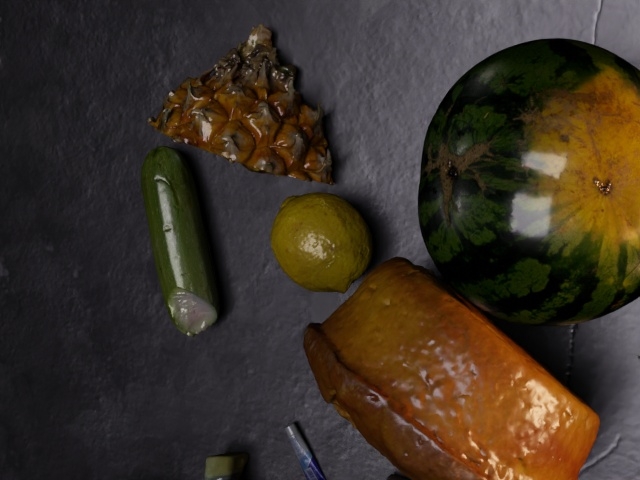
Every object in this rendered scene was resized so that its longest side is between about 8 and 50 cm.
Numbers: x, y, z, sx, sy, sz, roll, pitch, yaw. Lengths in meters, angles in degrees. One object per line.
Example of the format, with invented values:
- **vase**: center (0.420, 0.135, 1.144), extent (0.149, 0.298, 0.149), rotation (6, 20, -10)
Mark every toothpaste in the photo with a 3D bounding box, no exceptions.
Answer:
- **toothpaste**: center (-0.020, 0.261, 1.236), extent (0.024, 0.015, 0.083), rotation (-28, 88, 24)

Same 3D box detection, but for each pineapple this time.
- **pineapple**: center (-0.093, -0.163, 1.166), extent (0.250, 0.140, 0.164), rotation (31, 106, 23)

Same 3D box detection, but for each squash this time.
- **squash**: center (-0.173, 0.001, 1.254), extent (0.069, 0.069, 0.239), rotation (-13, 89, 26)

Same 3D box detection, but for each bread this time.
- **bread**: center (0.126, 0.148, 1.015), extent (0.312, 0.312, 0.172), rotation (37, 93, 18)

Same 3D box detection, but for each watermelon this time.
- **watermelon**: center (0.219, -0.053, 0.960), extent (0.269, 0.269, 0.269), rotation (3, 96, 25)

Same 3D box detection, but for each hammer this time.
- **hammer**: center (-0.115, 0.372, 1.233), extent (0.041, 0.159, 0.226), rotation (-5, 80, 19)

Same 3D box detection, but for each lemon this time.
- **lemon**: center (0.000, 0.000, 1.149), extent (0.109, 0.109, 0.133), rotation (-43, 71, 23)

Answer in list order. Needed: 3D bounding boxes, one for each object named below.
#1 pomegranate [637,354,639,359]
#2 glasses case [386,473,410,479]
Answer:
- **pomegranate**: center (0.385, 0.127, 0.982), extent (0.161, 0.122, 0.122), rotation (0, 96, -2)
- **glasses case**: center (0.155, 0.326, 1.145), extent (0.190, 0.042, 0.072), rotation (15, 93, 24)
